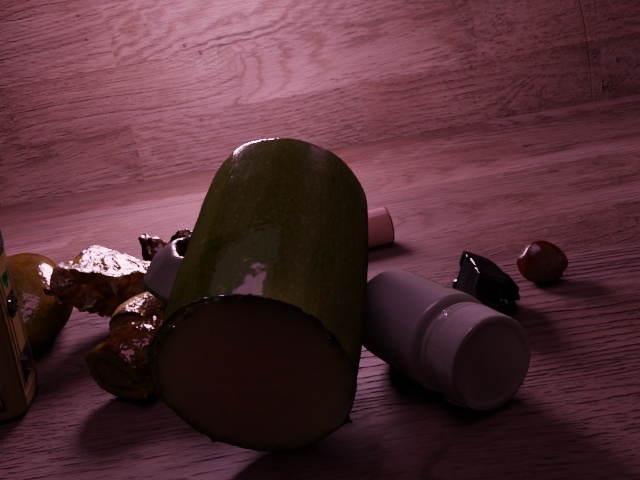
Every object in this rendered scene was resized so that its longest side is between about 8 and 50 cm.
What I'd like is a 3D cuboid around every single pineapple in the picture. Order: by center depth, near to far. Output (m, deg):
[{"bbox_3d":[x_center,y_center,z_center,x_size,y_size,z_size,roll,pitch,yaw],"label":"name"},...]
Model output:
[{"bbox_3d":[-0.429,0.079,1.445,0.236,0.114,0.186,14,13,-31],"label":"pineapple"}]

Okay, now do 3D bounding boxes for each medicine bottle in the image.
[{"bbox_3d":[0.158,0.129,0.996,0.145,0.144,0.252,-17,14,-21],"label":"medicine bottle"}]

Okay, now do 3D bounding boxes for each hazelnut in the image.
[{"bbox_3d":[0.394,0.039,1.286,0.086,0.086,0.086,-10,16,3],"label":"hazelnut"}]

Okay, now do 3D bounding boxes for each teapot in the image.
[{"bbox_3d":[0.283,0.083,1.201,0.096,0.087,0.177,12,15,-5],"label":"teapot"}]

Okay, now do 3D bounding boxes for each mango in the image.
[{"bbox_3d":[-0.601,0.123,1.480,0.176,0.176,0.329,-58,28,-5],"label":"mango"}]

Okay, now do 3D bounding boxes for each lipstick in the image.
[{"bbox_3d":[0.000,0.000,1.637,0.327,0.087,0.087,-13,16,-9],"label":"lipstick"}]

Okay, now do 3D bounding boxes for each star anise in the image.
[{"bbox_3d":[-0.302,0.043,1.587,0.237,0.148,0.346,-27,13,-39],"label":"star anise"}]

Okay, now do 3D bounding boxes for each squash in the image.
[{"bbox_3d":[-0.063,0.056,0.992,0.263,0.263,0.384,-7,35,11],"label":"squash"}]

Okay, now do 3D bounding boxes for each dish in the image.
[{"bbox_3d":[-0.150,0.043,1.314,0.324,0.124,0.324,12,9,-2],"label":"dish"}]

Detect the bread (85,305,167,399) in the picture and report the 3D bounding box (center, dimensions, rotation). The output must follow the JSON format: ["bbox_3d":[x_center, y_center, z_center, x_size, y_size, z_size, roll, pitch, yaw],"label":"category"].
[{"bbox_3d":[-0.273,0.178,1.176,0.132,0.103,0.172,0,21,38],"label":"bread"}]

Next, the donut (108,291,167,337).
[{"bbox_3d":[-0.293,0.138,1.359,0.217,0.085,0.141,-14,16,-9],"label":"donut"}]

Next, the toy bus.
[{"bbox_3d":[-0.579,0.110,1.141,0.202,0.365,0.177,-11,17,-10],"label":"toy bus"}]
